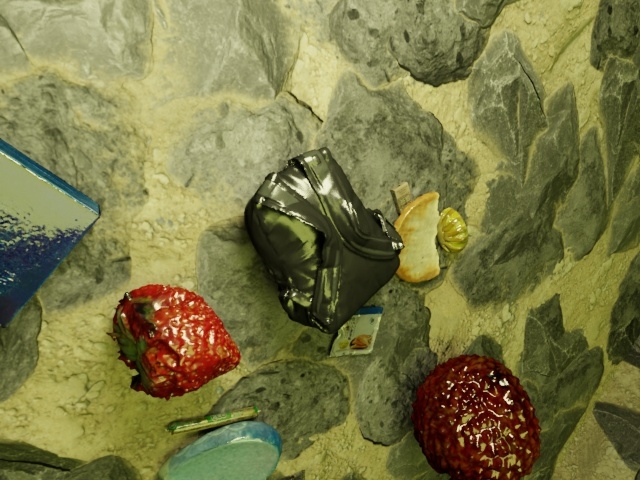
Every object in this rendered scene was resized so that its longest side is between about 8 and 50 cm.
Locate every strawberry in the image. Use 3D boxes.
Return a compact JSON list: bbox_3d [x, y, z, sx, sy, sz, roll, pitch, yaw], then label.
[{"bbox_3d":[-0.312,0.214,0.932,0.258,0.261,0.260,-20,117,-43],"label":"strawberry"}]

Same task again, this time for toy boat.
[{"bbox_3d":[-0.272,0.615,1.184,0.330,0.123,0.215,-23,111,-9],"label":"toy boat"}]

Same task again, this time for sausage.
[{"bbox_3d":[-0.291,0.500,1.162,0.269,0.033,0.032,0,106,-30],"label":"sausage"}]

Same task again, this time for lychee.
[{"bbox_3d":[0.527,0.647,1.444,0.425,0.425,0.499,16,77,-33],"label":"lychee"}]

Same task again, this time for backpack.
[{"bbox_3d":[0.000,0.000,1.038,0.363,0.255,0.445,-45,119,-17],"label":"backpack"}]

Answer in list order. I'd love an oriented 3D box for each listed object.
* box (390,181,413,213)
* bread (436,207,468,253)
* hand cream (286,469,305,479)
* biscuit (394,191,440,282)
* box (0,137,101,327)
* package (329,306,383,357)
[{"bbox_3d":[0.248,-0.129,1.263,0.053,0.024,0.083,-33,118,-17],"label":"box"},{"bbox_3d":[0.440,-0.020,1.373,0.083,0.094,0.157,-26,126,-25],"label":"bread"},{"bbox_3d":[-0.116,0.812,1.367,0.163,0.039,0.062,-9,94,-30],"label":"hand cream"},{"bbox_3d":[0.296,0.009,1.322,0.205,0.040,0.308,-22,121,-22],"label":"biscuit"},{"bbox_3d":[-0.608,-0.025,0.760,0.279,0.116,0.261,-51,124,-3],"label":"box"},{"bbox_3d":[0.115,0.291,1.327,0.171,0.027,0.173,4,108,-31],"label":"package"}]
